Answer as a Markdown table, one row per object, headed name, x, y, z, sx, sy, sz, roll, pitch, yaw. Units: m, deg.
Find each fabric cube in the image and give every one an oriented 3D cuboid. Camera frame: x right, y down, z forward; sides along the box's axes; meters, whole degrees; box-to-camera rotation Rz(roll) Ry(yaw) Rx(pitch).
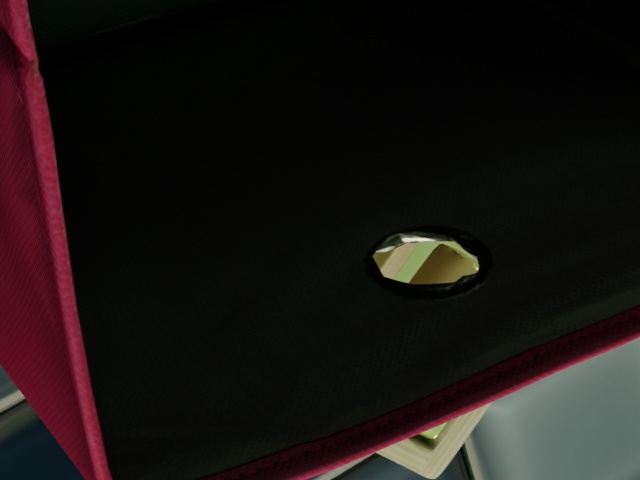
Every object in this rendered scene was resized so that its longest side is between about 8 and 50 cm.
| name | x | y | z | sx | sy | sz | roll | pitch | yaw |
| --- | --- | --- | --- | --- | --- | --- | --- | --- | --- |
| fabric cube | -0.013 | -0.127 | 0.504 | 0.254 | 0.258 | 0.259 | -20 | 125 | -24 |

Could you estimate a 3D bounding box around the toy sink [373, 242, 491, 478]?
| name | x | y | z | sx | sy | sz | roll | pitch | yaw |
| --- | --- | --- | --- | --- | --- | --- | --- | --- | --- |
| toy sink | 0.000 | 0.000 | 0.938 | 0.234 | 0.131 | 0.152 | 32 | 96 | -39 |
